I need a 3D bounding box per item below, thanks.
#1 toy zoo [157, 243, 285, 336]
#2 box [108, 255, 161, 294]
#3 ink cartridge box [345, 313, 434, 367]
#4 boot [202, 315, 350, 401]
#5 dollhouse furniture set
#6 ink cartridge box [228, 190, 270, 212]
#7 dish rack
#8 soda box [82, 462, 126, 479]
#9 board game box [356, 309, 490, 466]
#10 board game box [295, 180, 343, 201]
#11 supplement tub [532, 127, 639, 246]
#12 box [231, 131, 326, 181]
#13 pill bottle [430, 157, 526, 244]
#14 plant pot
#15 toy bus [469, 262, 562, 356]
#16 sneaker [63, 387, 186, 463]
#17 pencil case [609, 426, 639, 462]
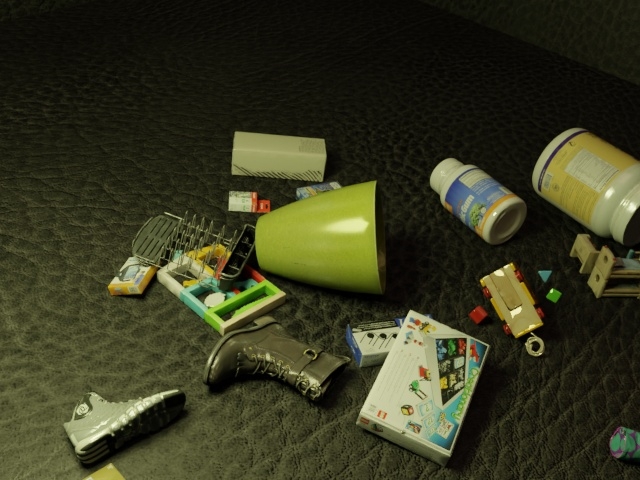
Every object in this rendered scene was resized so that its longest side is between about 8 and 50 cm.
[{"bbox_3d":[-0.251,0.099,1.808,0.192,0.030,0.293,-26,49,-38],"label":"toy zoo"},{"bbox_3d":[-0.432,0.076,1.782,0.081,0.028,0.136,-4,35,17],"label":"box"},{"bbox_3d":[0.171,0.225,1.716,0.207,0.046,0.097,-5,39,-19],"label":"ink cartridge box"},{"bbox_3d":[-0.086,0.263,1.572,0.229,0.091,0.263,29,38,26],"label":"boot"},{"bbox_3d":[0.777,0.046,2.017,0.129,0.128,0.183,2,37,-10],"label":"dollhouse furniture set"},{"bbox_3d":[-0.196,-0.107,2.100,0.115,0.029,0.062,3,36,-8],"label":"ink cartridge box"},{"bbox_3d":[-0.302,0.010,1.813,0.272,0.074,0.208,20,36,1],"label":"dish rack"},{"bbox_3d":[-0.326,0.464,1.273,0.058,0.061,0.181,-25,48,-38],"label":"soda box"},{"bbox_3d":[0.220,0.297,1.579,0.193,0.053,0.305,24,46,11],"label":"board game box"},{"bbox_3d":[0.036,-0.092,2.124,0.136,0.035,0.201,-12,41,-26],"label":"board game box"},{"bbox_3d":[0.815,-0.156,2.205,0.241,0.241,0.331,-18,44,-32],"label":"supplement tub"},{"bbox_3d":[-0.123,-0.249,2.253,0.275,0.094,0.113,4,36,-6],"label":"box"},{"bbox_3d":[0.437,-0.120,2.151,0.152,0.152,0.272,-16,42,-30],"label":"pill bottle"},{"bbox_3d":[0.000,0.000,1.834,0.294,0.274,0.274,-3,35,9],"label":"plant pot"},{"bbox_3d":[0.474,0.151,1.826,0.191,0.202,0.104,18,6,23],"label":"toy bus"},{"bbox_3d":[-0.381,0.316,1.445,0.229,0.086,0.132,-24,45,-35],"label":"sneaker"},{"bbox_3d":[0.675,0.421,1.543,0.152,0.064,0.070,11,53,2],"label":"pencil case"}]
